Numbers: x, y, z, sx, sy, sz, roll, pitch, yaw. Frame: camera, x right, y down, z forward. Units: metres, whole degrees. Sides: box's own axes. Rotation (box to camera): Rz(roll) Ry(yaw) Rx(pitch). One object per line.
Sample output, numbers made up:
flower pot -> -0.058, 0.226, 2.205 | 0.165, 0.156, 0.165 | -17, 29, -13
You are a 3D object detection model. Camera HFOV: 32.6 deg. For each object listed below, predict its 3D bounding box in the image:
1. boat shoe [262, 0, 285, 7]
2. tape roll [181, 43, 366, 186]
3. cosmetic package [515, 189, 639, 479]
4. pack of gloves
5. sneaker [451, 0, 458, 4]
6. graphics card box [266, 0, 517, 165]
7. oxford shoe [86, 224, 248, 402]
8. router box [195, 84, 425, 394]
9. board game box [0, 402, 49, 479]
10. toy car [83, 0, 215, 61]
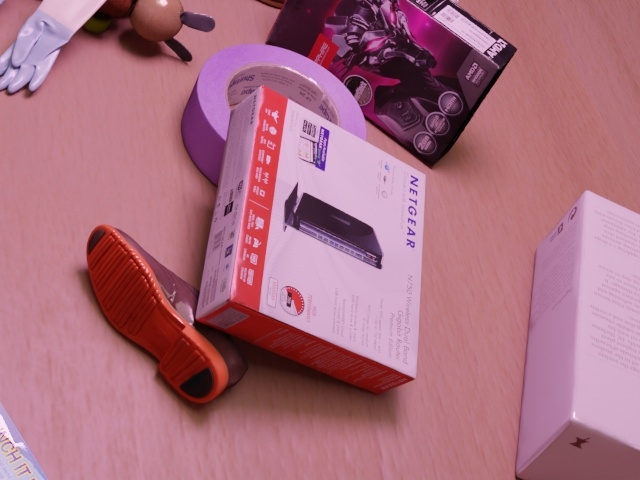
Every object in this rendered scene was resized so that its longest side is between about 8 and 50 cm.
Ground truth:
boat shoe -> -0.102, -0.468, 1.938 | 0.207, 0.073, 0.073 | 12, 47, -20
tape roll -> -0.071, -0.176, 1.688 | 0.274, 0.090, 0.275 | 14, 47, -15
cosmetic package -> 0.436, 0.164, 1.604 | 0.230, 0.161, 0.453 | 24, 45, -7
pack of gloves -> -0.452, -0.332, 1.626 | 0.195, 0.046, 0.232 | 33, 73, 0
sneaker -> 0.203, -0.386, 2.014 | 0.123, 0.106, 0.290 | 43, 55, 3
graphics card box -> 0.109, -0.323, 1.808 | 0.371, 0.233, 0.094 | 38, 41, 6
oxford shoe -> -0.199, 0.087, 1.407 | 0.271, 0.097, 0.098 | 52, 31, 11
router box -> 0.000, 0.000, 1.480 | 0.301, 0.082, 0.335 | 25, 54, -29
board game box -> -0.435, 0.275, 1.085 | 0.302, 0.086, 0.308 | -24, 73, -40
toy car -> -0.258, -0.371, 1.725 | 0.188, 0.155, 0.149 | 36, 44, -8
